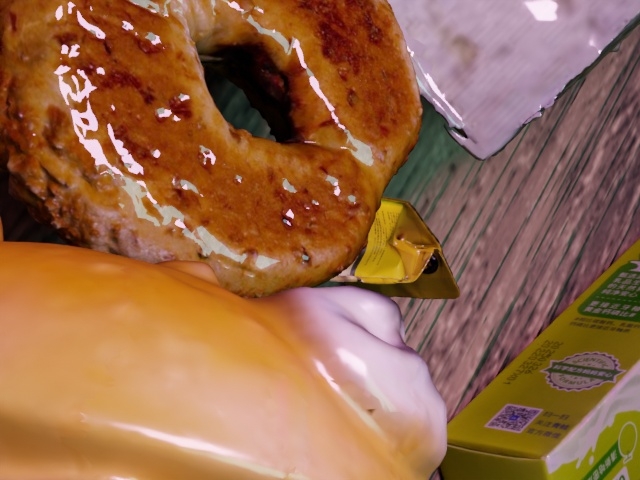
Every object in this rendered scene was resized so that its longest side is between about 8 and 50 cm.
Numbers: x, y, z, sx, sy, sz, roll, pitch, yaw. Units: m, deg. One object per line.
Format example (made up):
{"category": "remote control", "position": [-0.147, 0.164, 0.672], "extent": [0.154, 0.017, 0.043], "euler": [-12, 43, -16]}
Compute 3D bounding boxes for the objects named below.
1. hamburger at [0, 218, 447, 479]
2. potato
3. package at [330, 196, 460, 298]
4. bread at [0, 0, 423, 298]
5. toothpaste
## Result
{"category": "hamburger", "position": [-0.080, 0.110, 0.563], "extent": [0.276, 0.276, 0.236], "euler": [42, 52, -43]}
{"category": "potato", "position": [0.092, -0.175, 0.854], "extent": [0.211, 0.189, 0.264], "euler": [-46, 176, 8]}
{"category": "package", "position": [0.000, -0.001, 0.779], "extent": [0.131, 0.071, 0.047], "euler": [7, 86, -48]}
{"category": "bread", "position": [-0.047, -0.062, 0.679], "extent": [0.193, 0.064, 0.193], "euler": [14, 63, -28]}
{"category": "toothpaste", "position": [0.191, 0.080, 1.007], "extent": [0.327, 0.077, 0.110], "euler": [-38, 120, -40]}
